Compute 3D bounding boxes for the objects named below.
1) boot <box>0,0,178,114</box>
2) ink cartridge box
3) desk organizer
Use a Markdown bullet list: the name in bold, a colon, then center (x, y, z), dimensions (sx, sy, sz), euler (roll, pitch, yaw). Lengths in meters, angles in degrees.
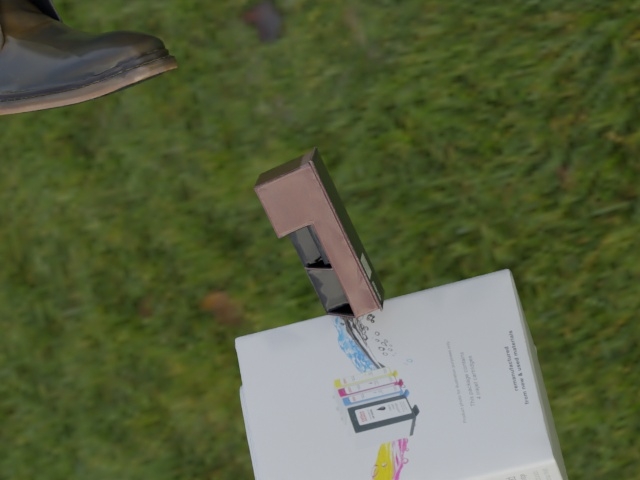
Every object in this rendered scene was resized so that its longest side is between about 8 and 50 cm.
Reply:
- **boot**: center (-0.181, -0.127, 1.085), dimensions (0.219, 0.082, 0.106), euler (-3, 102, 33)
- **ink cartridge box**: center (0.070, 0.154, 1.541), dimensions (0.232, 0.171, 0.168), euler (-15, 64, 7)
- **desk organizer**: center (0.000, 0.000, 1.463), dimensions (0.050, 0.047, 0.130), euler (-23, 103, 11)
